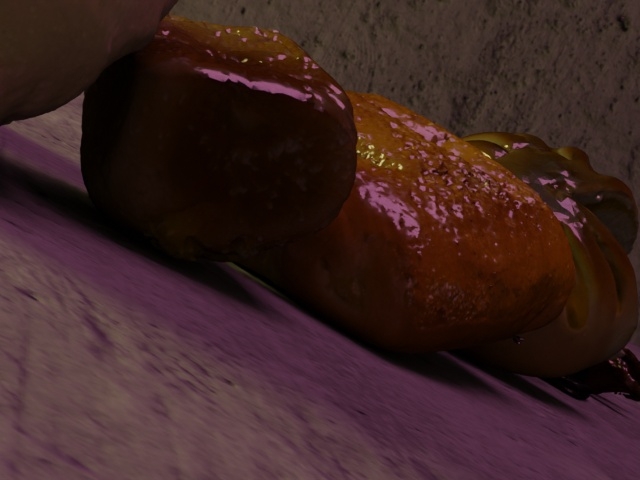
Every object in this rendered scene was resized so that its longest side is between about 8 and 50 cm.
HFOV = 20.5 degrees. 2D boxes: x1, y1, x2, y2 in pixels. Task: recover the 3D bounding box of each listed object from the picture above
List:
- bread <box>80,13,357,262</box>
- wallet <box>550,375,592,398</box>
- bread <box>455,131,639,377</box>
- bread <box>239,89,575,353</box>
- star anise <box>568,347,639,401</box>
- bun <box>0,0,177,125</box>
[{"bbox_3d":[-0.089,-0.077,1.416,0.195,0.176,0.246,10,17,-19],"label":"bread"},{"bbox_3d":[0.246,0.140,2.079,0.156,0.018,0.082,30,4,16],"label":"wallet"},{"bbox_3d":[0.214,-0.004,1.903,0.333,0.160,0.333,16,38,-13],"label":"bread"},{"bbox_3d":[0.062,-0.030,1.631,0.328,0.148,0.337,32,22,35],"label":"bread"},{"bbox_3d":[0.289,0.115,2.216,0.288,0.088,0.288,27,3,-1],"label":"star anise"},{"bbox_3d":[-0.247,-0.197,1.295,0.361,0.213,0.361,-4,29,2],"label":"bun"}]
